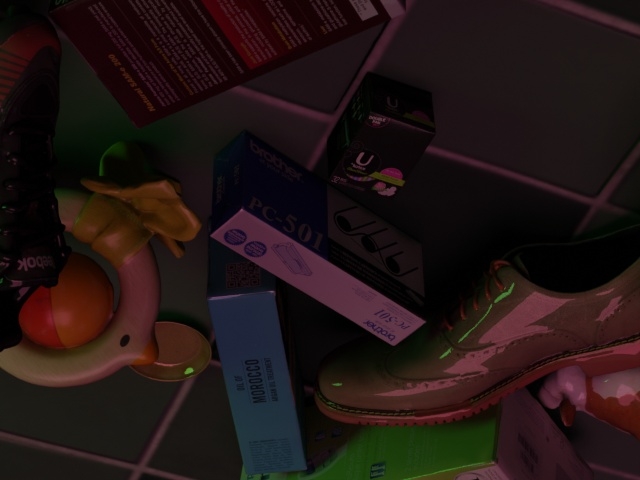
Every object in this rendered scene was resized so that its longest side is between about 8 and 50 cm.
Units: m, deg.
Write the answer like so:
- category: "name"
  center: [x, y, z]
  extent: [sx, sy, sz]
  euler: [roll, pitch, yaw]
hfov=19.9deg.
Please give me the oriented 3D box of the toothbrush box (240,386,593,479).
- category: "toothbrush box"
  center: [0.093, 0.245, 1.752]
  extent: [0.283, 0.122, 0.206]
  euler: [-15, 134, 28]

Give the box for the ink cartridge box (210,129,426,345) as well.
- category: "ink cartridge box"
  center: [0.000, 0.000, 1.550]
  extent: [0.207, 0.097, 0.046]
  euler: [32, 126, -28]

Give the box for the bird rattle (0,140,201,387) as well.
- category: "bird rattle"
  center: [-0.223, 0.018, 1.489]
  extent: [0.253, 0.143, 0.207]
  euler: [-7, 92, -8]

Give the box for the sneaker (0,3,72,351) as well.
- category: "sneaker"
  center: [-0.237, -0.035, 1.370]
  extent: [0.097, 0.135, 0.276]
  euler: [-4, 120, -56]

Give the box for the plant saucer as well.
- category: "plant saucer"
  center: [-0.143, 0.099, 1.703]
  extent: [0.083, 0.015, 0.083]
  euler: [0, 134, 0]

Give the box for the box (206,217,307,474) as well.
- category: "box"
  center: [-0.055, 0.097, 1.643]
  extent: [0.060, 0.100, 0.244]
  euler: [-6, 135, 3]

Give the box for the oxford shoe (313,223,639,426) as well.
- category: "oxford shoe"
  center: [0.151, 0.064, 1.612]
  extent: [0.348, 0.123, 0.130]
  euler: [-18, 127, 3]

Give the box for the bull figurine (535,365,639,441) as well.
- category: "bull figurine"
  center: [0.362, 0.141, 1.695]
  extent: [0.310, 0.101, 0.188]
  euler: [-18, 136, 19]

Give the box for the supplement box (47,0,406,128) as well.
- category: "supplement box"
  center: [-0.070, -0.191, 1.377]
  extent: [0.239, 0.073, 0.130]
  euler: [-21, 129, 18]

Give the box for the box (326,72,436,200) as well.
- category: "box"
  center: [0.049, -0.085, 1.498]
  extent: [0.062, 0.052, 0.083]
  euler: [17, 131, -18]
